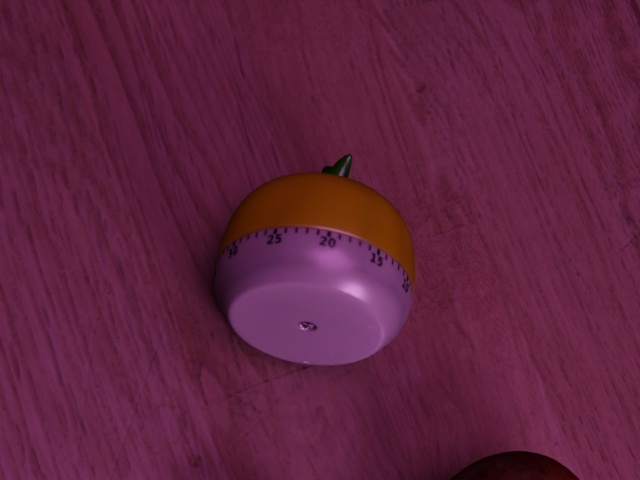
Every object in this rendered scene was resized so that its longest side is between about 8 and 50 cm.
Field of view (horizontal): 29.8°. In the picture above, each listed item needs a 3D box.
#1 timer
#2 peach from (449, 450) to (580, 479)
[{"bbox_3d":[0.000,0.000,1.591,0.285,0.285,0.285,6,70,-18],"label":"timer"},{"bbox_3d":[0.247,0.391,1.547,0.252,0.252,0.253,6,70,-18],"label":"peach"}]
